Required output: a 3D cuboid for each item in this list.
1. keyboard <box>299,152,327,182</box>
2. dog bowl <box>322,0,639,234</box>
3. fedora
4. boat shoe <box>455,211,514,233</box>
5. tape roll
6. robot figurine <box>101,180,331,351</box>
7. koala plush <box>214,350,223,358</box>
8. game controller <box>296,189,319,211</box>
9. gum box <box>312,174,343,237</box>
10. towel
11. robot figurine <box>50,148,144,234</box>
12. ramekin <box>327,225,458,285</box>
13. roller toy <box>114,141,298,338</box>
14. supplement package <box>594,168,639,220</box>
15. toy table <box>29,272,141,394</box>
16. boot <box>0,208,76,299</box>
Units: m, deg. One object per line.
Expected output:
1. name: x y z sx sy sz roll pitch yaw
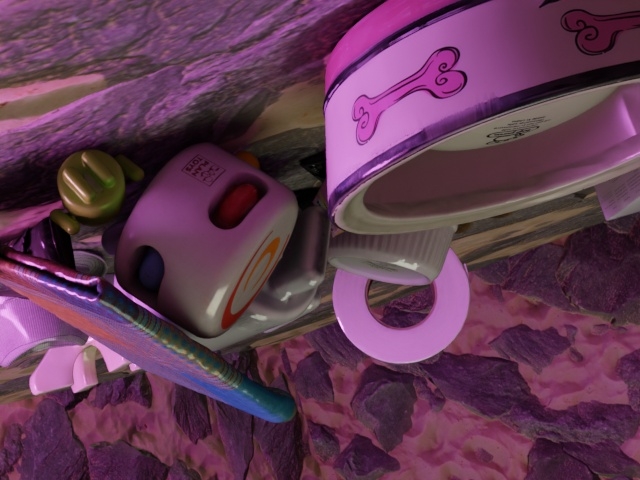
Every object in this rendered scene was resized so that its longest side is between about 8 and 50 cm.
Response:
1. keyboard: 0.042 -0.102 1.410 0.108 0.023 0.180 -18 172 9
2. dog bowl: 0.186 -0.140 0.976 0.408 0.150 0.408 -15 168 -3
3. fedora: -0.430 0.114 1.542 0.244 0.124 0.275 -13 170 -26
4. boat shoe: 0.232 -0.101 1.528 0.110 0.122 0.341 -59 -173 -14
5. tape roll: 0.169 0.116 2.134 0.286 0.286 0.100 -17 170 1
6. robot figurine: -0.142 0.041 1.375 0.300 0.199 0.353 33 141 -30
7. koala plush: -0.267 0.190 2.164 0.203 0.196 0.221 -8 175 21
8. game controller: -0.100 0.013 1.629 0.166 0.067 0.319 -39 177 -28
9. gum box: 0.093 -0.082 1.380 0.188 0.062 0.107 -25 169 -17
10. towel: -0.212 0.100 1.153 0.272 0.040 0.370 14 161 36
11. robot figurine: -0.235 -0.053 1.054 0.101 0.067 0.115 -45 178 -16
12. ramekin: 0.100 -0.004 1.566 0.207 0.109 0.207 13 168 3
13. roller toy: -0.128 -0.006 1.125 0.209 0.146 0.191 -59 172 2
14. supplement package: 0.585 -0.148 1.719 0.204 0.145 0.262 -16 172 -2
15. toy table: -0.404 0.169 1.812 0.252 0.160 0.274 -13 169 -24
16. boot: -0.424 0.044 1.250 0.229 0.091 0.263 -8 165 -24
